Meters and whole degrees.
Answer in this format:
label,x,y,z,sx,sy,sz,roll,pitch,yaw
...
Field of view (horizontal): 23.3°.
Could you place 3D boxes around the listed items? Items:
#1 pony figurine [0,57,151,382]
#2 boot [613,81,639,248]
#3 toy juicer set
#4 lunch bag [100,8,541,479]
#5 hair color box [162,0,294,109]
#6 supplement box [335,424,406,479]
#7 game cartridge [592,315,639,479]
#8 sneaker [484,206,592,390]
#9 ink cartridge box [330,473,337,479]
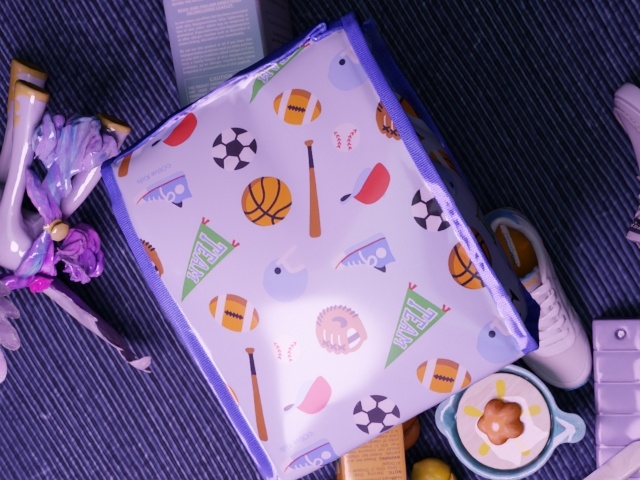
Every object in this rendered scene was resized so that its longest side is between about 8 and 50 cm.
label,x,y,z,sx,sy,sz,roll,pitch,yaw
pony figurine,-0.362,-0.001,1.824,0.351,0.303,0.363,32,102,38
boot,0.391,-0.048,1.762,0.123,0.095,0.258,-40,87,2
toy juicer set,0.193,0.239,1.784,0.329,0.089,0.209,32,101,17
lunch bag,0.000,0.000,1.607,0.328,0.239,0.385,-31,95,11
hair color box,-0.105,-0.265,1.785,0.113,0.185,0.374,-8,91,10
supplement box,0.052,0.200,1.764,0.080,0.078,0.233,-6,85,-4
game cartridge,0.490,0.198,1.756,0.355,0.068,0.230,-2,88,14
sneaker,0.244,0.072,1.795,0.087,0.092,0.229,-27,90,8
ink cartridge box,0.024,0.408,1.846,0.154,0.093,0.212,33,95,6
